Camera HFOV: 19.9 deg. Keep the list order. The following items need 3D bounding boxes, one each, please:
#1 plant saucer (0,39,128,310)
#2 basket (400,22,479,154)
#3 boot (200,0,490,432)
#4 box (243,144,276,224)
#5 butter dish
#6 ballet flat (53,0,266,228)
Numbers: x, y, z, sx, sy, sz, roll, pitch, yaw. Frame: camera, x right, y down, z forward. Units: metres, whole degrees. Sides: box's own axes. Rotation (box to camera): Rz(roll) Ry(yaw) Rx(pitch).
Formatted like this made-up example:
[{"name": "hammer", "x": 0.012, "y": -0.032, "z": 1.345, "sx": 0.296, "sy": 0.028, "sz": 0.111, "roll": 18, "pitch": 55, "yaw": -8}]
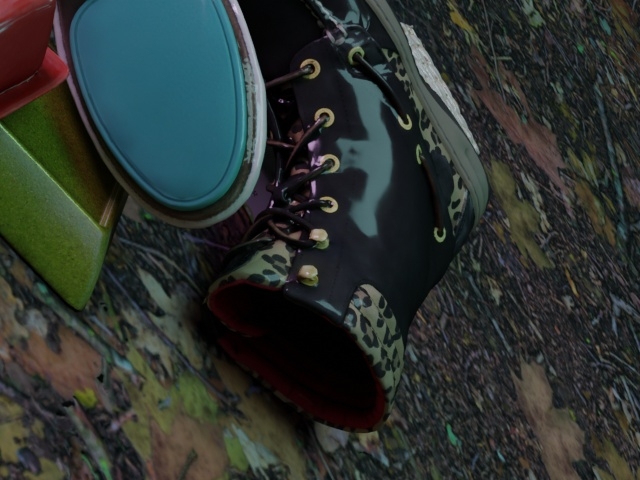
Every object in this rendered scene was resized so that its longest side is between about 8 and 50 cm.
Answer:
[{"name": "plant saucer", "x": -0.197, "y": -0.073, "z": 1.296, "sx": 0.188, "sy": 0.045, "sz": 0.188, "roll": 49, "pitch": 26, "yaw": -23}, {"name": "basket", "x": 0.067, "y": -0.123, "z": 1.779, "sx": 0.167, "sy": 0.113, "sz": 0.103, "roll": 62, "pitch": 20, "yaw": 7}, {"name": "boot", "x": -0.017, "y": -0.056, "z": 1.438, "sx": 0.377, "sy": 0.138, "sz": 0.284, "roll": 52, "pitch": 41, "yaw": -29}, {"name": "box", "x": 0.000, "y": 0.000, "z": 1.597, "sx": 0.186, "sy": 0.038, "sz": 0.145, "roll": 63, "pitch": 25, "yaw": 6}, {"name": "butter dish", "x": -0.240, "y": -0.163, "z": 1.178, "sx": 0.160, "sy": 0.118, "sz": 0.160, "roll": 38, "pitch": 32, "yaw": 6}, {"name": "ballet flat", "x": -0.143, "y": -0.181, "z": 1.344, "sx": 0.400, "sy": 0.139, "sz": 0.139, "roll": 61, "pitch": 24, "yaw": 15}]
